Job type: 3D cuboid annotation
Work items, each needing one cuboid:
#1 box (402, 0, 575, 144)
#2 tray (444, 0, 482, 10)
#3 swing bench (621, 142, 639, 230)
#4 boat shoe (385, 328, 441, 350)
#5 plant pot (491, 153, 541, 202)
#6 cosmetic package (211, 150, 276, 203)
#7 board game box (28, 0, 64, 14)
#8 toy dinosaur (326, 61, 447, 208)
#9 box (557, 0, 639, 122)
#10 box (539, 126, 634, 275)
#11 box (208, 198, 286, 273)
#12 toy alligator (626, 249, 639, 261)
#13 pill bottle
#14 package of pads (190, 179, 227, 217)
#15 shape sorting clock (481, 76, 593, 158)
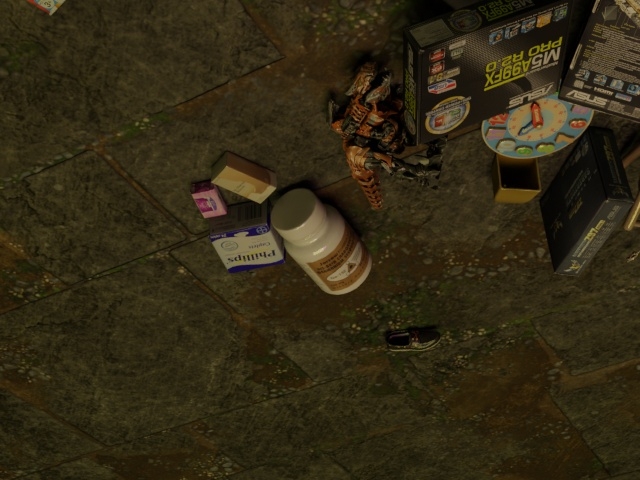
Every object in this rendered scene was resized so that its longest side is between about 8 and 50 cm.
[{"bbox_3d":[0.263,-0.284,1.577,0.270,0.060,0.216,-21,145,-11],"label":"box"},{"bbox_3d":[0.249,-0.421,1.541,0.270,0.030,0.145,30,131,-34],"label":"tray"},{"bbox_3d":[0.713,-0.140,1.822,0.253,0.165,0.254,7,141,-12],"label":"swing bench"},{"bbox_3d":[0.220,0.236,2.363,0.133,0.048,0.042,-9,150,14],"label":"boat shoe"},{"bbox_3d":[0.370,-0.112,1.907,0.082,0.081,0.083,3,154,-7],"label":"plant pot"},{"bbox_3d":[-0.147,-0.120,1.891,0.115,0.041,0.060,22,136,-28],"label":"cosmetic package"},{"bbox_3d":[-0.440,-0.465,1.348,0.275,0.144,0.142,29,131,-35],"label":"board game box"},{"bbox_3d":[0.118,-0.185,1.780,0.219,0.164,0.322,10,161,7],"label":"toy dinosaur"},{"bbox_3d":[0.613,-0.305,1.565,0.395,0.097,0.318,17,144,7],"label":"box"},{"bbox_3d":[0.500,-0.071,1.880,0.059,0.183,0.232,6,142,-12],"label":"box"},{"bbox_3d":[-0.147,-0.008,2.010,0.126,0.072,0.137,-11,142,11],"label":"box"},{"bbox_3d":[0.706,-0.019,2.071,0.190,0.056,0.051,-36,89,37],"label":"toy alligator"},{"bbox_3d":[0.000,0.000,1.980,0.131,0.131,0.229,-19,139,20],"label":"pill bottle"},{"bbox_3d":[-0.220,-0.080,1.944,0.050,0.032,0.083,-12,141,9],"label":"package of pads"},{"bbox_3d":[0.395,-0.219,1.799,0.206,0.040,0.206,-2,142,-1],"label":"shape sorting clock"}]
